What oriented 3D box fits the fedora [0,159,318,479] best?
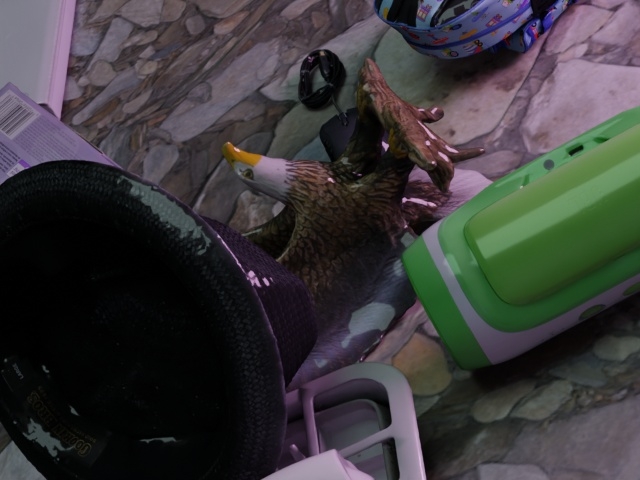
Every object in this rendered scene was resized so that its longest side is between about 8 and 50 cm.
[{"bbox_3d":[-0.122,0.067,1.383,0.334,0.334,0.152,4,20,39],"label":"fedora"}]

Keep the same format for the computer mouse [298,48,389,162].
[{"bbox_3d":[0.019,-0.133,1.752,0.071,0.041,0.242,-32,36,3],"label":"computer mouse"}]

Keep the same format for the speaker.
[{"bbox_3d":[0.217,-0.013,1.403,0.296,0.131,0.131,-29,37,6],"label":"speaker"}]

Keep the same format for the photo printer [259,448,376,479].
[{"bbox_3d":[-0.005,0.305,1.139,0.256,0.107,0.307,-41,57,3],"label":"photo printer"}]

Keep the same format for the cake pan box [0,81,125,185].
[{"bbox_3d":[-0.318,-0.008,1.770,0.267,0.070,0.246,35,70,30],"label":"cake pan box"}]

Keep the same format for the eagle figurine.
[{"bbox_3d":[-0.009,-0.006,1.550,0.298,0.225,0.226,-55,-12,19],"label":"eagle figurine"}]

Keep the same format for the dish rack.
[{"bbox_3d":[-0.059,0.256,1.348,0.332,0.072,0.285,-23,39,13],"label":"dish rack"}]

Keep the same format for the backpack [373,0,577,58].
[{"bbox_3d":[0.147,-0.238,1.712,0.173,0.117,0.158,-47,39,-19],"label":"backpack"}]

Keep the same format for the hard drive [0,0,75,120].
[{"bbox_3d":[-0.395,-0.210,2.143,0.203,0.040,0.307,-21,38,15],"label":"hard drive"}]
